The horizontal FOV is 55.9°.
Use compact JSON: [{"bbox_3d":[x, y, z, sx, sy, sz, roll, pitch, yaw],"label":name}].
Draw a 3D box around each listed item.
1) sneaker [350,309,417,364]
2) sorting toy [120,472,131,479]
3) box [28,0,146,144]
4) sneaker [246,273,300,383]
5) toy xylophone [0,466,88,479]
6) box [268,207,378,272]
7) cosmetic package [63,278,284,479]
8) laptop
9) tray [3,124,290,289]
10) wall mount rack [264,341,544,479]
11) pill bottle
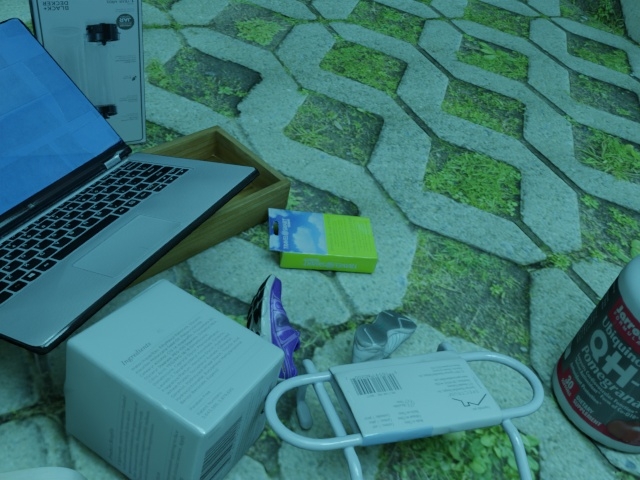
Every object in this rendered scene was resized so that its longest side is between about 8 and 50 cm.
[{"bbox_3d":[0.087,0.144,0.875,0.053,0.061,0.152,31,25,29],"label":"sneaker"},{"bbox_3d":[-0.204,0.270,0.682,0.083,0.012,0.062,-18,49,-31],"label":"sorting toy"},{"bbox_3d":[-0.397,-0.301,1.042,0.169,0.290,0.087,-14,47,-25],"label":"box"},{"bbox_3d":[-0.063,0.126,0.854,0.071,0.068,0.170,14,48,-23],"label":"sneaker"},{"bbox_3d":[-0.361,0.316,0.536,0.322,0.081,0.236,4,43,-12],"label":"toy xylophone"},{"bbox_3d":[0.000,0.000,1.009,0.178,0.042,0.109,5,42,-11],"label":"box"},{"bbox_3d":[-0.166,0.171,0.682,0.183,0.151,0.151,29,35,17],"label":"cosmetic package"},{"bbox_3d":[-0.368,-0.111,0.759,0.408,0.236,0.382,11,40,30],"label":"laptop"},{"bbox_3d":[-0.267,-0.052,0.971,0.203,0.076,0.411,39,46,25],"label":"tray"},{"bbox_3d":[0.115,0.250,0.688,0.350,0.130,0.304,-3,31,-19],"label":"wall mount rack"},{"bbox_3d":[0.452,0.124,0.793,0.176,0.318,0.176,7,42,-6],"label":"pill bottle"}]
